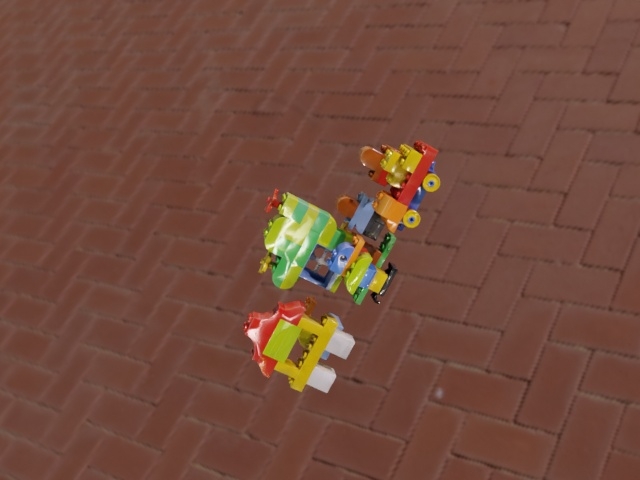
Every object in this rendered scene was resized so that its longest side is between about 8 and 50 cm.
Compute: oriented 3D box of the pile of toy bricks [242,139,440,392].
[{"bbox_3d":[0.000,0.000,0.726,0.212,0.105,0.118,-62,12,9],"label":"pile of toy bricks"}]
